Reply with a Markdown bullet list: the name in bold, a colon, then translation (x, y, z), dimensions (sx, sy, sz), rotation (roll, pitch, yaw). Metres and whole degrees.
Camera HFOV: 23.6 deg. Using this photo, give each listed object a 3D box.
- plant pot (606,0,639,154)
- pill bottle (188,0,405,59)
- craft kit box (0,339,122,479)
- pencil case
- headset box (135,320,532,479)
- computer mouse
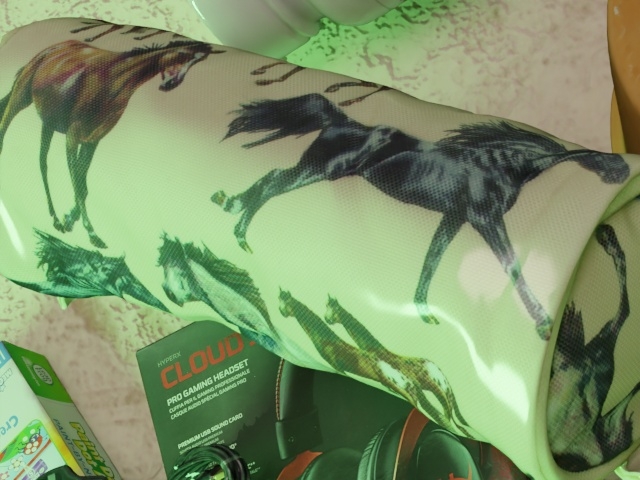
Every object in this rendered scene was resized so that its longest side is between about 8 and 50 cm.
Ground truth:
- **plant pot**: translation (0.275, -0.095, 0.800), dimensions (0.290, 0.203, 0.291), rotation (-10, 68, 25)
- **pill bottle**: translation (0.040, -0.242, 1.000), dimensions (0.283, 0.160, 0.160), rotation (-31, 62, 16)
- **craft kit box**: translation (-0.232, 0.241, 1.050), dimensions (0.250, 0.061, 0.247), rotation (-44, 56, 9)
- **pencil case**: translation (0.000, 0.000, 0.813), dimensions (0.410, 0.184, 0.160), rotation (18, 53, 32)
- **headset box**: translation (0.028, 0.134, 0.910), dimensions (0.218, 0.110, 0.293), rotation (-27, 63, 19)
- **computer mouse**: translation (-0.112, 0.162, 0.916), dimensions (0.242, 0.041, 0.071), rotation (-22, 69, 46)
